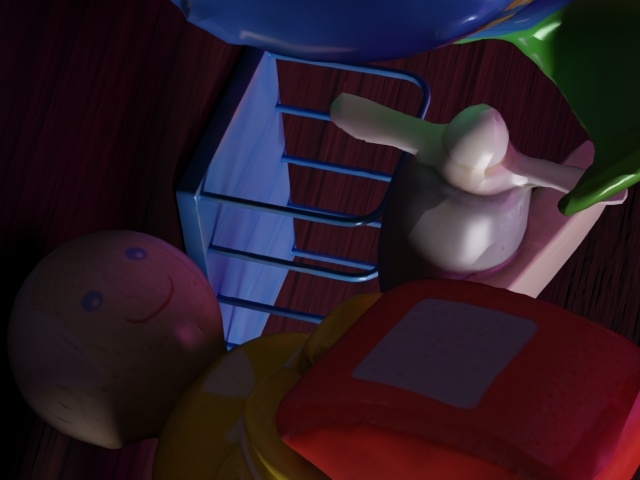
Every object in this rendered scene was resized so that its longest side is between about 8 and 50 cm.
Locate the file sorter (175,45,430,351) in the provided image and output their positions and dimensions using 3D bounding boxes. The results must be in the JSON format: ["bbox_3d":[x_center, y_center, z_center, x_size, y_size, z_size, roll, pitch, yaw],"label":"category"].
[{"bbox_3d":[0.000,0.000,0.998,0.170,0.104,0.118,85,22,-48],"label":"file sorter"}]

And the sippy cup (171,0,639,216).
[{"bbox_3d":[0.022,-0.163,0.652,0.224,0.305,0.240,-58,170,-68],"label":"sippy cup"}]

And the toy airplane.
[{"bbox_3d":[-0.024,0.110,0.775,0.384,0.272,0.386,-42,-176,16],"label":"toy airplane"}]
